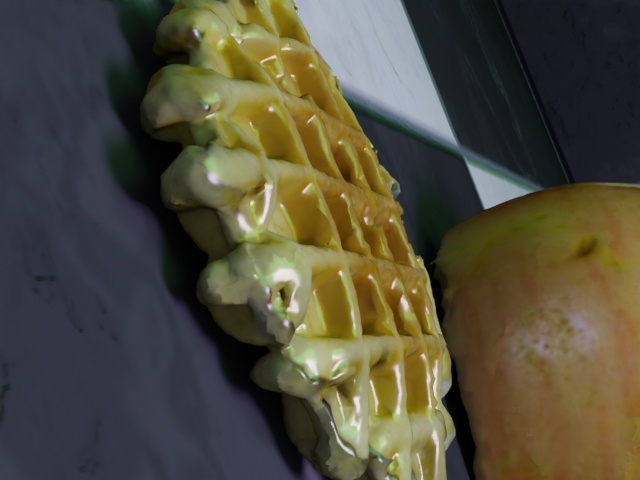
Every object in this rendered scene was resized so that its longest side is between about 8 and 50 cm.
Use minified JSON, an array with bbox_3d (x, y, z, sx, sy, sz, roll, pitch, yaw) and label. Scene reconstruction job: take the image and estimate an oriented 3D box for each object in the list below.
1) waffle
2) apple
[{"bbox_3d":[0.002,-0.001,0.544,0.250,0.056,0.261,-92,155,-51],"label":"waffle"},{"bbox_3d":[0.224,0.127,0.832,0.309,0.314,0.252,-93,-163,-50],"label":"apple"}]
